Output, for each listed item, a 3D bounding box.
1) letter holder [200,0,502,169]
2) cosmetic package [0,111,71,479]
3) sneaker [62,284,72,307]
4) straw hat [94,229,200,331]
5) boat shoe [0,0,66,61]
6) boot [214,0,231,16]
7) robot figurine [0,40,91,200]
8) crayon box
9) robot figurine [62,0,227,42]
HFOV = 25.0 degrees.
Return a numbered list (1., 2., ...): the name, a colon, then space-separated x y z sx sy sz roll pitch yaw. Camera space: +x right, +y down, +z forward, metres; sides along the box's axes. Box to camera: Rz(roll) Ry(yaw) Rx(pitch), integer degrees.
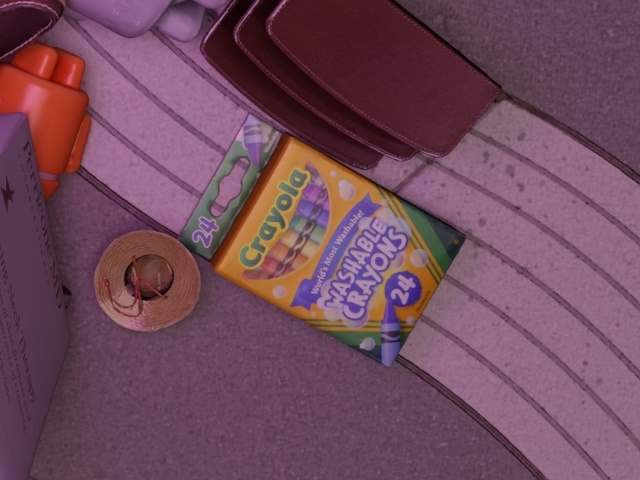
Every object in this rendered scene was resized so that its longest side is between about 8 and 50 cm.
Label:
1. letter holder: 0.030 -0.208 1.781 0.302 0.152 0.214 34 101 -28
2. cosmetic package: -0.488 0.085 1.585 0.327 0.393 0.329 -5 116 3
3. sneaker: -0.440 0.075 1.836 0.222 0.083 0.118 26 95 -13
4. straw hat: -0.220 0.043 1.875 0.144 0.061 0.144 2 108 6
5. boat shoe: -0.439 -0.204 1.699 0.342 0.123 0.123 -19 64 23
6. boot: -0.008 -0.341 1.831 0.176 0.088 0.244 39 88 -14
7. robot figurine: -0.367 -0.137 1.788 0.128 0.158 0.219 21 96 6
8. crayon box: 0.000 0.000 1.889 0.323 0.083 0.203 29 94 -12
9. robot figurine: -0.272 -0.375 1.710 0.353 0.199 0.300 27 134 -21
